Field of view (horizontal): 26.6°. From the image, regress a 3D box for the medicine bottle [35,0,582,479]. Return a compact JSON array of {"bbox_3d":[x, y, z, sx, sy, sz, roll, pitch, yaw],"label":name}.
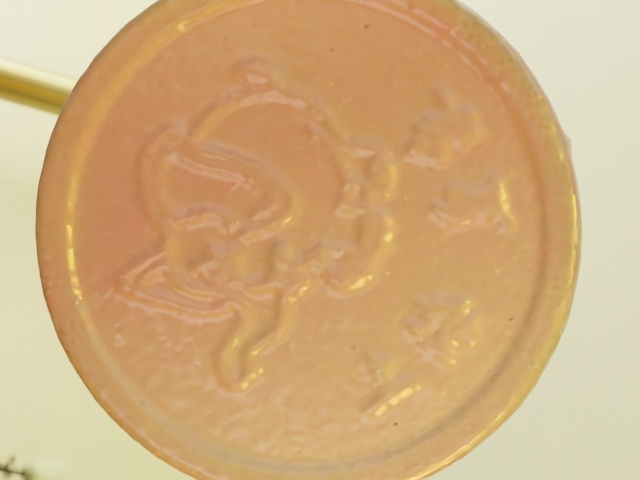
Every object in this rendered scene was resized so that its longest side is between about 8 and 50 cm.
[{"bbox_3d":[0.000,0.000,0.653,0.325,0.212,0.212,22,83,-88],"label":"medicine bottle"}]
